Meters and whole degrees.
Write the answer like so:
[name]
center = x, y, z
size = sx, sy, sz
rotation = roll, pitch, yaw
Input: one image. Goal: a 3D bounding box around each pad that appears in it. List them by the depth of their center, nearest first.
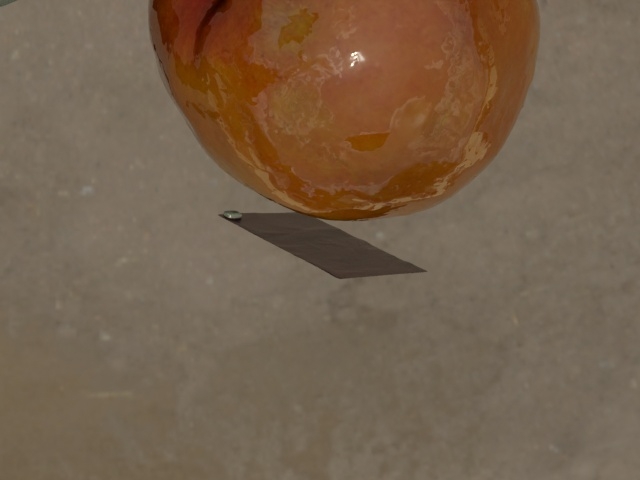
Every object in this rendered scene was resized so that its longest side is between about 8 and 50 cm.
[pad]
center = 0.000, 0.000, 1.228
size = 0.113, 0.188, 0.006
rotation = -2, 110, -41

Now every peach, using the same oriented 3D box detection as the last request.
[peach]
center = 0.014, -0.184, 1.128
size = 0.343, 0.343, 0.301
rotation = -35, 142, 28

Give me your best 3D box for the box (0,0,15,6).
[box]
center = -0.367, -0.290, 1.207
size = 0.243, 0.135, 0.163
rotation = -36, 154, -49
